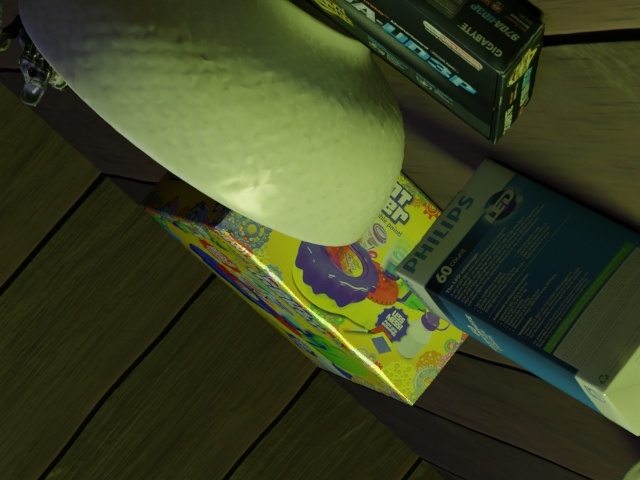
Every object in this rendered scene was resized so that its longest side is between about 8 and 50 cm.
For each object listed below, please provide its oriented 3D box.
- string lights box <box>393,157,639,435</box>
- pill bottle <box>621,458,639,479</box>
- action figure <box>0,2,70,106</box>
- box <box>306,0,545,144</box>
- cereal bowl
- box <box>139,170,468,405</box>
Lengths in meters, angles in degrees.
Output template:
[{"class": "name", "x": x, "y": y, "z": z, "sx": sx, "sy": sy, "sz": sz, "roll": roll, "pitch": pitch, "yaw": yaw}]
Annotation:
[{"class": "string lights box", "x": 0.197, "y": 0.041, "z": 1.646, "sx": 0.259, "sy": 0.133, "sz": 0.077, "roll": 31, "pitch": 168, "yaw": 46}, {"class": "pill bottle", "x": 0.410, "y": 0.322, "z": 2.220, "sx": 0.108, "sy": 0.108, "sz": 0.193, "roll": 32, "pitch": 169, "yaw": 39}, {"class": "action figure", "x": -0.296, "y": -0.236, "z": 2.315, "sx": 0.164, "sy": 0.141, "sz": 0.275, "roll": 30, "pitch": -165, "yaw": 11}, {"class": "box", "x": 0.059, "y": -0.174, "z": 1.428, "sx": 0.220, "sy": 0.051, "sz": 0.175, "roll": 39, "pitch": 171, "yaw": 10}, {"class": "cereal bowl", "x": -0.064, "y": -0.153, "z": 1.586, "sx": 0.339, "sy": 0.141, "sz": 0.339, "roll": 34, "pitch": -165, "yaw": -11}, {"class": "box", "x": 0.000, "y": 0.000, "z": 2.114, "sx": 0.290, "sy": 0.177, "sz": 0.279, "roll": 43, "pitch": 169, "yaw": -19}]
